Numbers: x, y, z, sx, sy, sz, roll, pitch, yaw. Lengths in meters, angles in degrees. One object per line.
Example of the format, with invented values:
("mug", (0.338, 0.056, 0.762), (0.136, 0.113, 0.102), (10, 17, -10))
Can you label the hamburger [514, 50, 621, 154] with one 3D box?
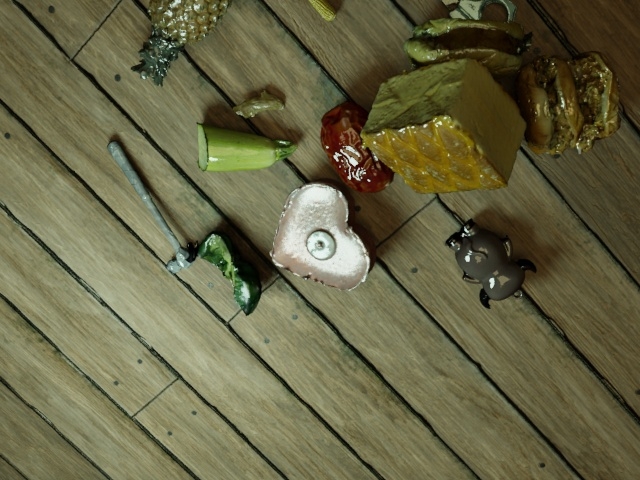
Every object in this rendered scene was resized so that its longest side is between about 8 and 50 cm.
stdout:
("hamburger", (0.586, -0.346, 1.297), (0.211, 0.245, 0.260), (-16, 144, 12))

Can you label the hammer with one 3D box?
("hammer", (-0.504, -0.100, 1.565), (0.152, 0.044, 0.427), (-30, 95, 41))

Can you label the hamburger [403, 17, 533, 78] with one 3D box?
("hamburger", (0.352, -0.458, 1.281), (0.308, 0.211, 0.132), (6, 107, 9))

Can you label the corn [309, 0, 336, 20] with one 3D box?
("corn", (0.004, -0.610, 1.386), (0.037, 0.037, 0.092), (-43, 99, 15))

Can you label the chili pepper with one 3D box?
("chili pepper", (-0.248, 0.088, 1.559), (0.264, 0.116, 0.148), (53, 131, 14))

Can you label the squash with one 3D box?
("squash", (-0.211, -0.238, 1.469), (0.287, 0.137, 0.137), (9, 106, 1))

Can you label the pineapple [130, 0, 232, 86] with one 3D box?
("pineapple", (-0.372, -0.564, 1.365), (0.202, 0.202, 0.362), (38, 113, -5))

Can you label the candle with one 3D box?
("candle", (0.000, 0.000, 1.516), (0.287, 0.131, 0.317), (-28, 91, 19))

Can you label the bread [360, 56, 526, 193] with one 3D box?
("bread", (0.291, -0.263, 1.267), (0.279, 0.279, 0.207), (36, 69, -31))

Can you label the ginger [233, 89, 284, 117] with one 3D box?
("ginger", (-0.171, -0.374, 1.469), (0.137, 0.044, 0.057), (-13, 74, 3))

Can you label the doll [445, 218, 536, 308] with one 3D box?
("doll", (0.468, 0.066, 1.484), (0.257, 0.117, 0.182), (44, 107, -6))

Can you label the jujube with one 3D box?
("jujube", (0.102, -0.243, 1.408), (0.174, 0.174, 0.250), (-27, 101, 12))

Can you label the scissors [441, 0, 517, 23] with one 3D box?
("scissors", (0.334, -0.608, 1.352), (0.360, 0.029, 0.191), (40, 107, -9))
